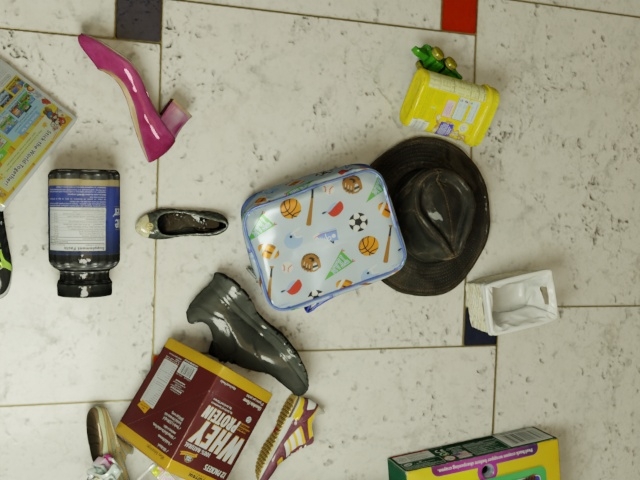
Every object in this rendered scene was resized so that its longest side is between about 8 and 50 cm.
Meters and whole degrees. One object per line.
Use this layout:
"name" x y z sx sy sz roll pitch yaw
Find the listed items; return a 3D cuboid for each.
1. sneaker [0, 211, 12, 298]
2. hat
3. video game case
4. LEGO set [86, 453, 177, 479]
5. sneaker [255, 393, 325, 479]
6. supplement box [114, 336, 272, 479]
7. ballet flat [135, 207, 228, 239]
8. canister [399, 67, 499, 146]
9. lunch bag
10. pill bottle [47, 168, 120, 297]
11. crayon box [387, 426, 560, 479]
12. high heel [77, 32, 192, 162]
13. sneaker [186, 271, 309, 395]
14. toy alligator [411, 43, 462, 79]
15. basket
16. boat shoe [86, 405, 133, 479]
"sneaker" -0.571 -0.012 1.414 0.084 0.097 0.235 -8 96 -19
"hat" 0.238 -0.047 1.693 0.331 0.134 0.331 -1 93 -21
"video game case" -0.551 -0.192 1.400 0.206 0.026 0.227 39 52 -18
"LEGO set" -0.290 0.484 1.498 0.107 0.132 0.287 -44 126 -27
"sneaker" -0.058 0.396 1.640 0.084 0.069 0.185 29 84 -14
"supplement box" -0.225 0.305 1.485 0.129 0.191 0.194 39 75 -38
"ballet flat" -0.255 -0.033 1.555 0.173 0.049 0.058 -4 93 -20
"canister" 0.259 -0.271 1.705 0.169 0.073 0.126 12 117 -19
"lunch bag" 0.000 0.000 1.595 0.303 0.115 0.243 -19 106 -4
"pill bottle" -0.410 -0.014 1.461 0.122 0.123 0.219 -1 94 -20
"crayon box" 0.333 0.588 1.775 0.362 0.106 0.313 -6 96 -19
"high heel" -0.355 -0.254 1.500 0.244 0.082 0.117 41 86 -23
"sneaker" -0.138 0.197 1.593 0.130 0.109 0.286 -43 96 -7
"toy alligator" 0.256 -0.353 1.730 0.189 0.056 0.051 30 41 -28
"basket" 0.400 0.125 1.776 0.167 0.103 0.113 -11 96 -20
"boat shoe" -0.377 0.385 1.531 0.072 0.068 0.190 -13 107 -31
